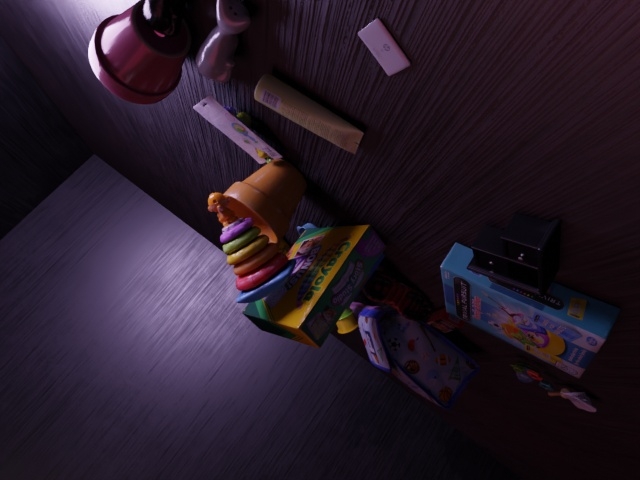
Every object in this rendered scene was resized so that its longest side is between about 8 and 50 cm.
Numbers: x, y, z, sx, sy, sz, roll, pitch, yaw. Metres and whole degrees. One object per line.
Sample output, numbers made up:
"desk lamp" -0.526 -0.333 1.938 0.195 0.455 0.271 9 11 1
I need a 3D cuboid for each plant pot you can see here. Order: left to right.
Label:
"plant pot" -0.390 -0.435 0.951 0.180 0.201 0.201 -11 131 46
"plant pot" -0.144 -0.126 1.216 0.205 0.188 0.205 34 162 13

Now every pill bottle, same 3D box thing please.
"pill bottle" -0.218 0.015 1.825 0.118 0.117 0.208 19 154 46

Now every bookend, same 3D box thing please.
"bookend" 0.356 0.013 0.794 0.156 0.072 0.157 23 157 38

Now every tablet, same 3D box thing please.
"tablet" 0.097 -0.292 0.641 0.083 0.006 0.054 45 161 -22

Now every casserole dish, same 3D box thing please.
"casserole dish" 0.000 0.000 1.504 0.188 0.037 0.114 39 163 -2

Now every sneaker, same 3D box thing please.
"sneaker" 0.242 0.173 1.379 0.276 0.097 0.135 29 -173 -18

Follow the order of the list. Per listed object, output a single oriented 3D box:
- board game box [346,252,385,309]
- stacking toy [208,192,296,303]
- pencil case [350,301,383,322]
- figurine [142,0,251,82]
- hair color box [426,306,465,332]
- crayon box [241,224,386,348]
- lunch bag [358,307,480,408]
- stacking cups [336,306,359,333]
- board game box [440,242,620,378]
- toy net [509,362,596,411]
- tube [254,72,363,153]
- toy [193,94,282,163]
"board game box" 0.082 0.103 1.316 0.047 0.210 0.160 48 160 -29
"stacking toy" -0.212 0.003 1.143 0.301 0.175 0.165 58 -170 -10
"pencil case" 0.171 0.334 1.867 0.124 0.124 0.284 45 160 -22
"figurine" -0.230 -0.434 0.798 0.215 0.092 0.209 41 158 -13
"hair color box" 0.400 0.254 1.342 0.072 0.043 0.141 27 162 3
"crayon box" -0.024 0.117 1.249 0.106 0.362 0.313 48 153 -25
"lunch bag" 0.315 0.397 1.545 0.385 0.239 0.328 41 169 0
"stacking cups" 0.051 0.224 1.725 0.316 0.096 0.096 64 157 -8
"board game box" 0.453 0.162 0.968 0.336 0.079 0.253 26 159 33
"toy net" 0.681 0.418 1.231 0.232 0.045 0.122 19 153 41
"tube" -0.021 -0.261 0.876 0.240 0.062 0.070 32 -154 3
"toy" -0.210 -0.303 1.124 0.237 0.056 0.137 42 159 -28
